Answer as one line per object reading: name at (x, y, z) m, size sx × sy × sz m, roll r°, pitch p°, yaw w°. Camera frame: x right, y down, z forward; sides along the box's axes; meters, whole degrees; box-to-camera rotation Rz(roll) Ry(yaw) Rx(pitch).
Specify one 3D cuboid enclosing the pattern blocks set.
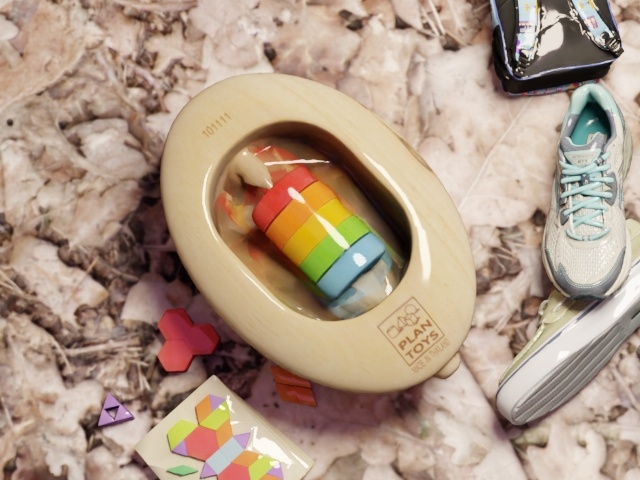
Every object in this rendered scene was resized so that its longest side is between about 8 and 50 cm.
pattern blocks set at (-0.119, 0.265, 1.613) m, size 0.325 × 0.026 × 0.285 m, roll 32°, pitch 81°, yaw 6°

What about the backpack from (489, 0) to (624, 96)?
backpack at (0.285, -0.282, 1.671) m, size 0.158 × 0.117 × 0.173 m, roll -12°, pitch 79°, yaw -1°

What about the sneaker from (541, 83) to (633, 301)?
sneaker at (0.313, -0.063, 1.588) m, size 0.110 × 0.122 × 0.283 m, roll -4°, pitch 57°, yaw 19°

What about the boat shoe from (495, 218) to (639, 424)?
boat shoe at (0.316, 0.099, 1.614) m, size 0.302 × 0.109 × 0.094 m, roll -41°, pitch 56°, yaw -10°

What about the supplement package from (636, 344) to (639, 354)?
supplement package at (0.502, 0.078, 1.555) m, size 0.149 × 0.194 × 0.203 m, roll 34°, pitch 80°, yaw 8°

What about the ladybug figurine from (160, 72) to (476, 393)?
ladybug figurine at (0.000, 0.000, 1.595) m, size 0.305 × 0.162 × 0.449 m, roll -40°, pitch 80°, yaw -6°
